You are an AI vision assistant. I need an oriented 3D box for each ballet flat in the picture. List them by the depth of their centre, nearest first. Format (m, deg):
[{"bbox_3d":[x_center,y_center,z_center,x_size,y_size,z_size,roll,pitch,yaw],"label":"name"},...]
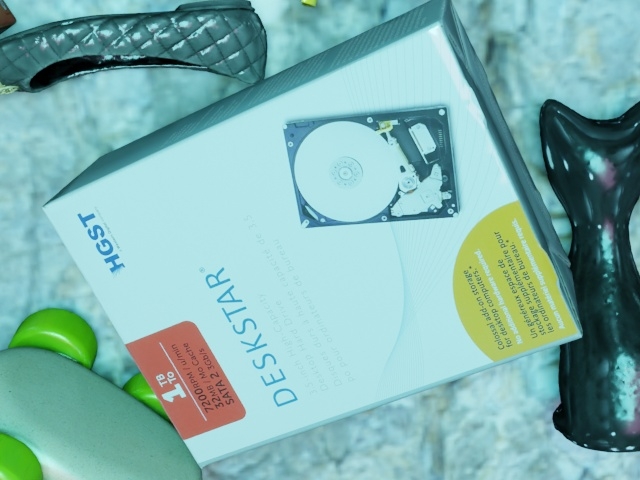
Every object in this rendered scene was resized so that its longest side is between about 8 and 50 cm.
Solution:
[{"bbox_3d":[-0.115,-0.100,0.557,0.173,0.057,0.049,-10,94,-5],"label":"ballet flat"}]

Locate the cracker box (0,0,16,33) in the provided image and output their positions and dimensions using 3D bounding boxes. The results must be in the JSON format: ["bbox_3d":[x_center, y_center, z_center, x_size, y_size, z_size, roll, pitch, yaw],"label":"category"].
[{"bbox_3d":[-0.249,-0.183,0.470,0.067,0.155,0.232,-32,107,3],"label":"cracker box"}]

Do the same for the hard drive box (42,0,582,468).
[{"bbox_3d":[0.000,0.000,0.553,0.232,0.089,0.181,-23,107,18],"label":"hard drive box"}]

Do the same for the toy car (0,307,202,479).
[{"bbox_3d":[-0.174,0.166,0.588,0.149,0.155,0.188,33,112,-14],"label":"toy car"}]

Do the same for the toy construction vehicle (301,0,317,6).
[{"bbox_3d":[-0.043,-0.180,0.562,0.098,0.035,0.085,9,93,-11],"label":"toy construction vehicle"}]

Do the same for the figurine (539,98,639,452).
[{"bbox_3d":[0.242,0.007,0.612,0.215,0.092,0.209,-7,95,-5],"label":"figurine"}]
